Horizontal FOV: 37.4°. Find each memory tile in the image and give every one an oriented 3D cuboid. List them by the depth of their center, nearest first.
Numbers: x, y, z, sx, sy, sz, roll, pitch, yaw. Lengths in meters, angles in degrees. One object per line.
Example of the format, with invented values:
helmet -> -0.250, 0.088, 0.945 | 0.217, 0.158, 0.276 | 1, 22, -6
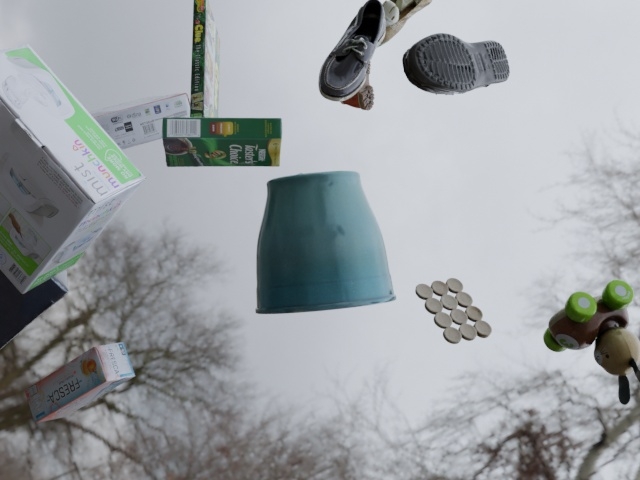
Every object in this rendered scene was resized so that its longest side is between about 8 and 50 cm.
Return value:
memory tile -> 0.259, 0.136, 1.845 | 0.148, 0.113, 0.012 | 60, -35, 32

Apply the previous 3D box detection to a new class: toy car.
toy car -> 0.504, 0.193, 1.671 | 0.155, 0.148, 0.188 | 101, -31, -59

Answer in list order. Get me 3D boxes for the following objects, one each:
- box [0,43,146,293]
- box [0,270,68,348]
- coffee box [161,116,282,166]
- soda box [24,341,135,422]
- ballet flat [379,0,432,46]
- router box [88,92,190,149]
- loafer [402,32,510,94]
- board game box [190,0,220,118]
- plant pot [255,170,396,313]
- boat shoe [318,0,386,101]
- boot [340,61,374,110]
box -> -0.422, -0.100, 1.345 | 0.262, 0.127, 0.231 | 48, -56, 2
box -> -0.623, 0.076, 1.696 | 0.183, 0.294, 0.296 | 50, 0, -25
coffee box -> -0.152, -0.152, 1.477 | 0.113, 0.184, 0.040 | 107, -19, -70
soda box -> -0.369, 0.218, 1.445 | 0.183, 0.063, 0.058 | -30, -106, 31
ballet flat -> 0.152, -0.470, 1.914 | 0.073, 0.206, 0.067 | 33, -26, 22
router box -> -0.491, -0.245, 2.114 | 0.301, 0.335, 0.082 | 11, -62, 60
loafer -> 0.176, -0.228, 1.288 | 0.078, 0.220, 0.080 | -17, -96, 41
board game box -> -0.207, -0.297, 1.710 | 0.136, 0.030, 0.260 | 84, 4, -66
plant pot -> 0.000, 0.000, 1.815 | 0.271, 0.271, 0.255 | 173, -88, -67
boat shoe -> 0.051, -0.305, 1.498 | 0.075, 0.206, 0.065 | 21, -35, 11
boot -> 0.070, -0.376, 2.157 | 0.084, 0.059, 0.158 | 15, -56, 35
